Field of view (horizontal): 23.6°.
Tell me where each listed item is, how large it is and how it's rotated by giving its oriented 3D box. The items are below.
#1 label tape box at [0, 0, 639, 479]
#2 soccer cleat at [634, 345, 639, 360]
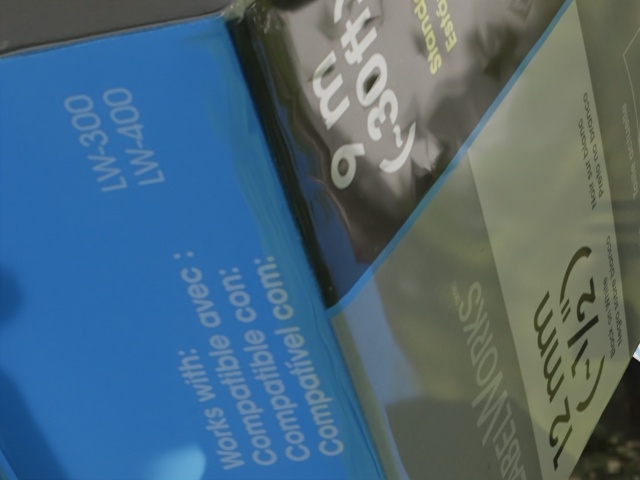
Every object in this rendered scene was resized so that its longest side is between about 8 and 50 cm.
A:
[{"bbox_3d":[0.000,0.000,0.451,0.115,0.249,0.347,9,-135,30],"label":"label tape box"},{"bbox_3d":[0.352,0.079,1.484,0.116,0.331,0.143,-27,149,-22],"label":"soccer cleat"}]
